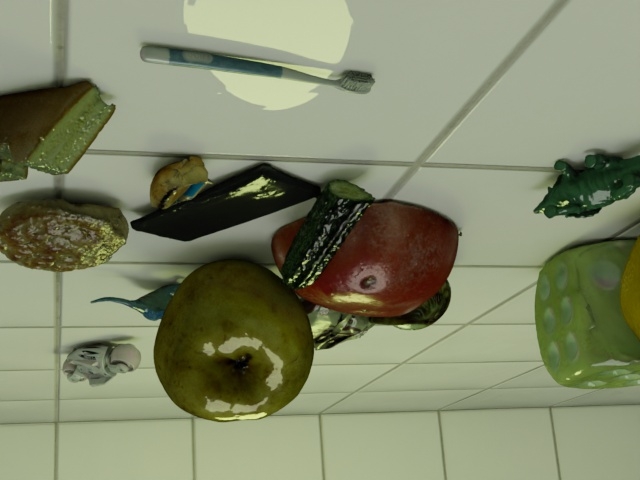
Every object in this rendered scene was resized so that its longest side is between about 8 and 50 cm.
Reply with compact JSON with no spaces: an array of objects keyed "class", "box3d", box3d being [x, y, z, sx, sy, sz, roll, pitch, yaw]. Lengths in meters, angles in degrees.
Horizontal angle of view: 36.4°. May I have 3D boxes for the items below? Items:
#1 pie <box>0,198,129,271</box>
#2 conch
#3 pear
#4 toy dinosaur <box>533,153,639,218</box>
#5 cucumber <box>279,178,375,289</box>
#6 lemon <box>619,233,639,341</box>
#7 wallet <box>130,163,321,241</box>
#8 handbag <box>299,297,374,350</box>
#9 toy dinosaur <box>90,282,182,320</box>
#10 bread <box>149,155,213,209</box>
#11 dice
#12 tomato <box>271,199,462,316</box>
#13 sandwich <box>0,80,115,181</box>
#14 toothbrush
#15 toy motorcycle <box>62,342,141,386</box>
[{"class":"pie","box3d":[-0.387,-0.016,1.463,0.194,0.078,0.163,1,153,-17]},{"class":"conch","box3d":[0.166,0.113,1.895,0.188,0.124,0.181,-7,170,-23]},{"class":"pear","box3d":[-0.153,0.182,1.786,0.304,0.303,0.304,-4,162,-1]},{"class":"toy dinosaur","box3d":[0.414,-0.088,1.413,0.120,0.079,0.292,-2,165,-25]},{"class":"cucumber","box3d":[-0.001,0.000,1.491,0.077,0.077,0.265,5,139,-26]},{"class":"lemon","box3d":[0.638,0.067,1.637,0.245,0.319,0.245,12,-158,-5]},{"class":"wallet","box3d":[-0.149,-0.050,1.484,0.285,0.030,0.146,-18,162,33]},{"class":"handbag","box3d":[0.006,0.160,2.021,0.213,0.127,0.235,11,144,-43]},{"class":"toy dinosaur","box3d":[-0.295,0.124,1.923,0.145,0.076,0.329,-4,174,24]},{"class":"bread","box3d":[-0.200,-0.080,1.348,0.072,0.053,0.106,-22,173,-26]},{"class":"dice","box3d":[0.575,0.145,1.885,0.250,0.251,0.254,-2,160,-10]},{"class":"tomato","box3d":[0.081,0.054,1.679,0.339,0.143,0.338,-2,161,-1]},{"class":"sandwich","box3d":[-0.360,-0.115,1.138,0.245,0.088,0.090,-9,165,15]},{"class":"toothbrush","box3d":[-0.063,-0.191,1.081,0.276,0.019,0.025,4,155,-24]},{"class":"toy motorcycle","box3d":[-0.548,0.295,2.383,0.254,0.112,0.112,-16,159,36]}]
